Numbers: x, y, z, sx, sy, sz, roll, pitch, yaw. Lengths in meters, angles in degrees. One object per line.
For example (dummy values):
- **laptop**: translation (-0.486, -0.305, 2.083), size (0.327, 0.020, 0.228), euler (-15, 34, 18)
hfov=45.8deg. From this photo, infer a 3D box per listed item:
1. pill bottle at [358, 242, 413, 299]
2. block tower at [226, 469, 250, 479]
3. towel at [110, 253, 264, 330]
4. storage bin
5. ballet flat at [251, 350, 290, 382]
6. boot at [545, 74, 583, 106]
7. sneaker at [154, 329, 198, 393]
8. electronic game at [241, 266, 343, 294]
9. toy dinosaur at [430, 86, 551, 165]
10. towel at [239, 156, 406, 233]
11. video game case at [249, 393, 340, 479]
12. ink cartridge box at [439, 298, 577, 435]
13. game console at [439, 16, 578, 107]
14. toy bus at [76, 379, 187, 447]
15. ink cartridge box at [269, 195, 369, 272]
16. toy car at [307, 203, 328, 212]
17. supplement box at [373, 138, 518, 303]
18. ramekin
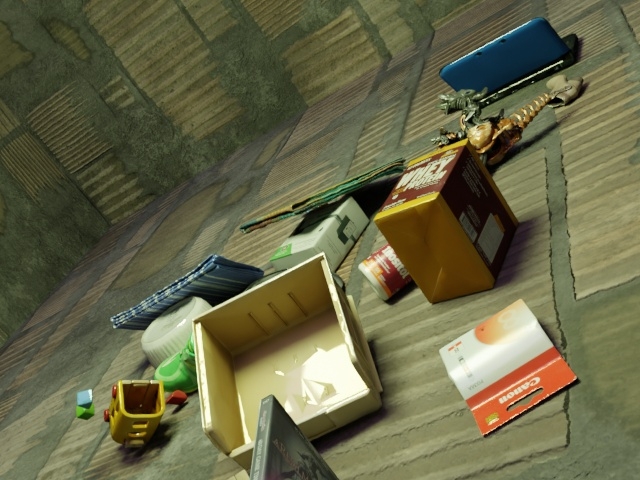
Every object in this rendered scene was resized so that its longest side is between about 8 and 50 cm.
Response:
- **pill bottle**: translation (0.154, 0.037, 1.431), size (0.152, 0.086, 0.086), euler (-38, 19, -4)
- **block tower**: translation (-0.212, 0.448, 0.994), size (0.335, 0.097, 0.091), euler (-31, 25, -13)
- **towel**: translation (-0.327, 0.138, 1.895), size (0.336, 0.040, 0.243), euler (-30, -20, 18)
- **storage bin**: translation (-0.059, 0.197, 1.237), size (0.262, 0.123, 0.260), euler (-27, 41, 9)
- **ballet flat**: translation (-0.036, 0.220, 1.349), size (0.231, 0.077, 0.077), euler (-41, 22, -20)
- **boot**: translation (0.538, -0.337, 1.720), size (0.087, 0.042, 0.118), euler (-45, 20, -19)
- **sneaker**: translation (-0.246, 0.229, 1.595), size (0.295, 0.123, 0.109), euler (-29, 41, 24)
- **electronic game**: translation (-0.064, 0.113, 1.602), size (0.229, 0.048, 0.229), euler (-10, 20, 4)
- **toy dinosaur**: translation (0.354, -0.219, 1.673), size (0.322, 0.164, 0.218), euler (-13, 39, 10)
- **towel**: translation (0.007, -0.107, 1.893), size (0.370, 0.040, 0.271), euler (-26, 4, -34)
- **video game case**: translation (-0.019, 0.327, 0.872), size (0.026, 0.196, 0.274), euler (-30, 20, 13)
- **ink cartridge box**: translation (0.247, 0.167, 1.030), size (0.145, 0.045, 0.179), euler (-34, 16, 9)
- **game console**: translation (0.485, -0.477, 1.942), size (0.293, 0.173, 0.250), euler (-23, 23, 33)
- **toy bus**: translation (-0.381, 0.367, 1.543), size (0.191, 0.202, 0.104), euler (-25, 51, 12)
- **ink cartridge box**: translation (0.000, 0.000, 1.785), size (0.153, 0.087, 0.208), euler (-18, 25, 42)
- **toy car**: translation (-0.019, -0.103, 2.119), size (0.041, 0.060, 0.122), euler (-10, 11, -32)
- **supplement box**: translation (0.223, -0.034, 1.315), size (0.129, 0.191, 0.194), euler (-20, 24, 40)
- **ramekin**: translation (-0.324, 0.226, 1.783), size (0.207, 0.109, 0.207), euler (-32, 19, 13)
